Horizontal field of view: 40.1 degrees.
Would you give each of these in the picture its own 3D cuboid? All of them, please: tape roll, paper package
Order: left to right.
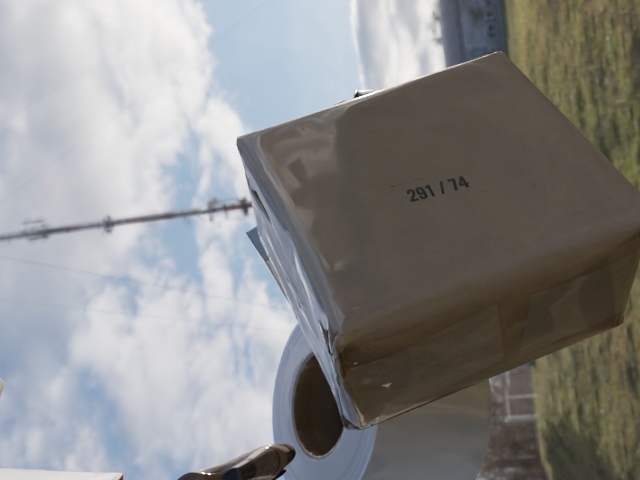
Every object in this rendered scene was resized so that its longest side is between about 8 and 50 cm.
[{"bbox_3d":[0.068,0.206,1.082,0.169,0.246,0.246,10,-112,-29],"label":"tape roll"},{"bbox_3d":[0.113,-0.014,0.902,0.168,0.324,0.310,82,165,-48],"label":"paper package"}]

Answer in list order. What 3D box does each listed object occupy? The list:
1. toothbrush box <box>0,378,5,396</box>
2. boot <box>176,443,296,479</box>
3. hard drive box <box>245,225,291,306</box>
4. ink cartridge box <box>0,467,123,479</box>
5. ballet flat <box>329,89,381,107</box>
[{"bbox_3d":[-0.615,0.306,1.263,0.122,0.283,0.206,47,-171,-23],"label":"toothbrush box"},{"bbox_3d":[-0.081,0.226,0.832,0.087,0.118,0.042,-2,-112,-59],"label":"boot"},{"bbox_3d":[0.000,0.000,1.682,0.089,0.232,0.181,54,173,38],"label":"hard drive box"},{"bbox_3d":[-0.313,0.380,0.960,0.100,0.171,0.237,10,-98,-86],"label":"ink cartridge box"},{"bbox_3d":[0.021,-0.158,1.433,0.280,0.096,0.095,-48,-28,-37],"label":"ballet flat"}]
